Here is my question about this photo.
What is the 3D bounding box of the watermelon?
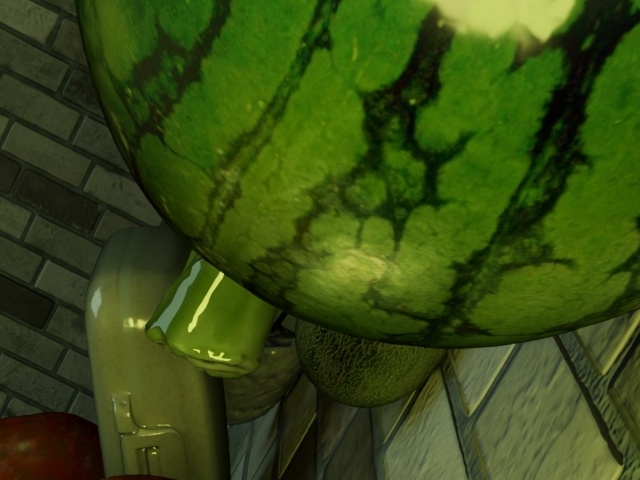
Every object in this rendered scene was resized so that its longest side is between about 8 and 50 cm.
[{"bbox_3d":[0.067,-0.123,0.515,0.363,0.363,0.363,-61,7,12],"label":"watermelon"}]

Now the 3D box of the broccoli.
[{"bbox_3d":[0.010,-0.098,1.019,0.397,0.275,0.353,-42,-36,-36],"label":"broccoli"}]

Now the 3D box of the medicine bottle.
[{"bbox_3d":[-0.159,0.183,1.294,0.282,0.123,0.375,-96,2,-73],"label":"medicine bottle"}]

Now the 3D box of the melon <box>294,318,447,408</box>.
[{"bbox_3d":[0.041,0.057,0.930,0.167,0.114,0.114,-59,7,29],"label":"melon"}]

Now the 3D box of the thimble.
[{"bbox_3d":[-0.102,0.091,1.528,0.245,0.217,0.157,-46,-4,-47],"label":"thimble"}]

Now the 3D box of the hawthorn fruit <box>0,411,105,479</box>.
[{"bbox_3d":[-0.378,0.446,1.646,0.403,0.403,0.403,-61,7,12],"label":"hawthorn fruit"}]

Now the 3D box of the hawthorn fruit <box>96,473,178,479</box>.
[{"bbox_3d":[-0.104,0.262,0.878,0.261,0.224,0.224,-33,27,45],"label":"hawthorn fruit"}]

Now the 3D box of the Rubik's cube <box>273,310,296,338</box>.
[{"bbox_3d":[0.000,0.000,1.311,0.155,0.154,0.151,-56,9,44],"label":"Rubik's cube"}]
